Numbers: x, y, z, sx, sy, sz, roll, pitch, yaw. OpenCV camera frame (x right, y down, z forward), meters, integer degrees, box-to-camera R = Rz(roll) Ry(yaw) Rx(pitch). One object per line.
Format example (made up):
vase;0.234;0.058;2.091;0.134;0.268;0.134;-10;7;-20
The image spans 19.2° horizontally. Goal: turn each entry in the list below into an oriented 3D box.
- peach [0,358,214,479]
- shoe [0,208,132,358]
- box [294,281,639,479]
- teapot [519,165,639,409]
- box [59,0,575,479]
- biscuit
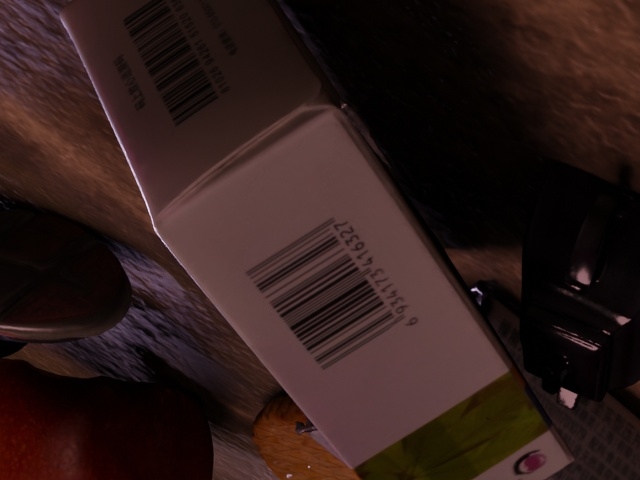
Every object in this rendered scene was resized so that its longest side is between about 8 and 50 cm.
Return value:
peach;-0.203;0.200;1.568;0.274;0.249;0.245;99;149;-69
shoe;-0.264;0.043;1.497;0.291;0.114;0.137;16;147;37
box;0.169;0.183;1.267;0.370;0.112;0.190;38;155;-16
teapot;0.144;0.039;1.029;0.087;0.096;0.177;24;155;17
box;0.000;0.000;0.999;0.299;0.106;0.200;55;-176;-41
biscuit;0.056;0.199;1.526;0.254;0.035;0.254;26;157;12
